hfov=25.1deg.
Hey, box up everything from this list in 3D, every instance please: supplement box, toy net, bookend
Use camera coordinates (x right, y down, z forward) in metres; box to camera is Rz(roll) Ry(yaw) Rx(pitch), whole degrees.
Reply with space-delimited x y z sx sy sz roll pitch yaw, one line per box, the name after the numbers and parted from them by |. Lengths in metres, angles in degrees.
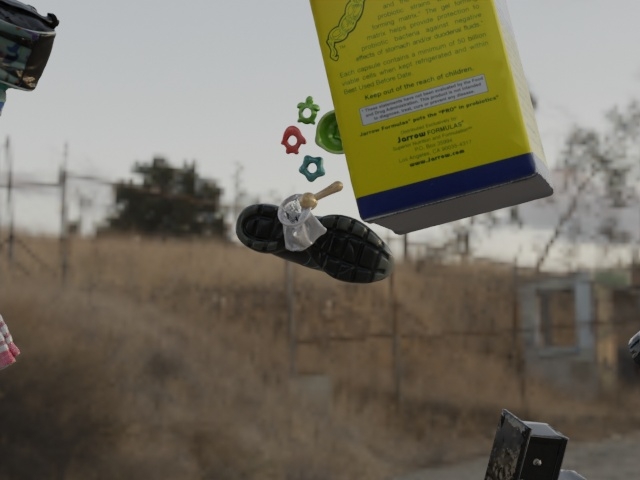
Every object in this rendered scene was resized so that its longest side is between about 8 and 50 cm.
0.113 -0.205 1.577 0.195 0.356 0.194 -15 -8 13 | supplement box
-0.023 -0.097 2.185 0.122 0.232 0.045 23 7 14 | toy net
0.308 0.320 1.939 0.157 0.156 0.072 9 10 -24 | bookend

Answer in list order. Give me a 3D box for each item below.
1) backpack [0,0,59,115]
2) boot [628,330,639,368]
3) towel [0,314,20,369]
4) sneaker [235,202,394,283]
-0.538 -0.297 2.058 0.253 0.191 0.225 25 4 -35 | backpack
0.449 0.130 1.428 0.094 0.246 0.207 -17 -24 -47 | boot
-0.451 0.078 1.787 0.029 0.197 0.144 -29 3 -37 | towel
0.000 0.000 2.302 0.267 0.101 0.106 19 0 18 | sneaker
